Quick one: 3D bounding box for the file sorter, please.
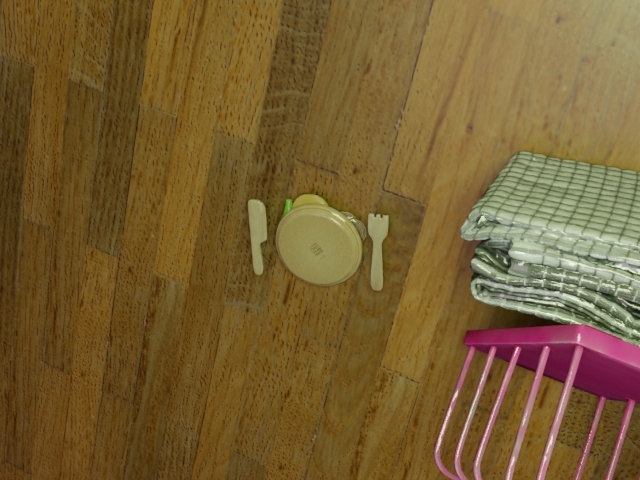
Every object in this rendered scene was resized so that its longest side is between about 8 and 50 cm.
[{"bbox_3d":[0.268,0.210,0.871,0.202,0.290,0.182,22,79,-7],"label":"file sorter"}]

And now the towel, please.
[{"bbox_3d":[0.304,0.014,0.875,0.283,0.235,0.121,13,116,19],"label":"towel"}]

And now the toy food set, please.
[{"bbox_3d":[0.000,0.000,1.118,0.192,0.038,0.132,8,118,15],"label":"toy food set"}]
